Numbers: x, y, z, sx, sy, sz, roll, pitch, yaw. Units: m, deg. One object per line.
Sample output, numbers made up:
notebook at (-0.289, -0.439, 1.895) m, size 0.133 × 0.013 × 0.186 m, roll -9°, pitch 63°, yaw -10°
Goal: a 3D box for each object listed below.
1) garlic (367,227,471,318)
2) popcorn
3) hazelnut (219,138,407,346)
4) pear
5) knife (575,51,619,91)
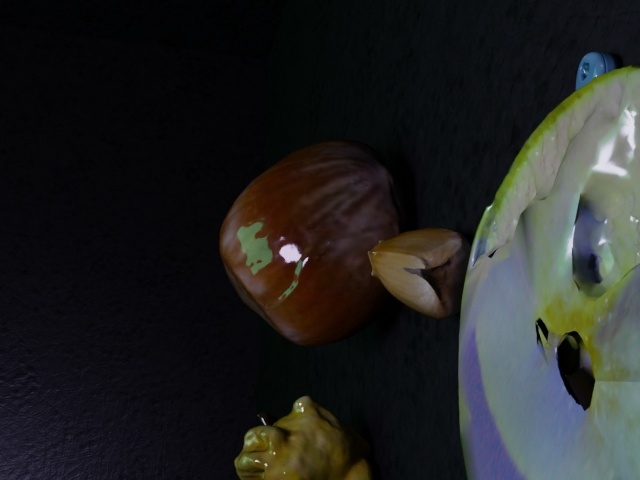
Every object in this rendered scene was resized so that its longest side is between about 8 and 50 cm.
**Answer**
garlic at (0.158, 0.039, 1.220) m, size 0.115 × 0.128 × 0.206 m, roll -42°, pitch 12°, yaw -9°
popcorn at (-0.014, 0.441, 1.583) m, size 0.281 × 0.297 × 0.316 m, roll -4°, pitch 117°, yaw 42°
hazelnut at (0.000, 0.000, 1.564) m, size 0.372 × 0.315 × 0.372 m, roll -14°, pitch 71°, yaw 46°
pear at (0.245, 0.082, 0.629) m, size 0.399 × 0.165 × 0.399 m, roll -175°, pitch 90°, yaw -78°
knife at (0.271, -0.073, 0.934) m, size 0.058 × 0.032 × 0.244 m, roll -123°, pitch 35°, yaw -68°
